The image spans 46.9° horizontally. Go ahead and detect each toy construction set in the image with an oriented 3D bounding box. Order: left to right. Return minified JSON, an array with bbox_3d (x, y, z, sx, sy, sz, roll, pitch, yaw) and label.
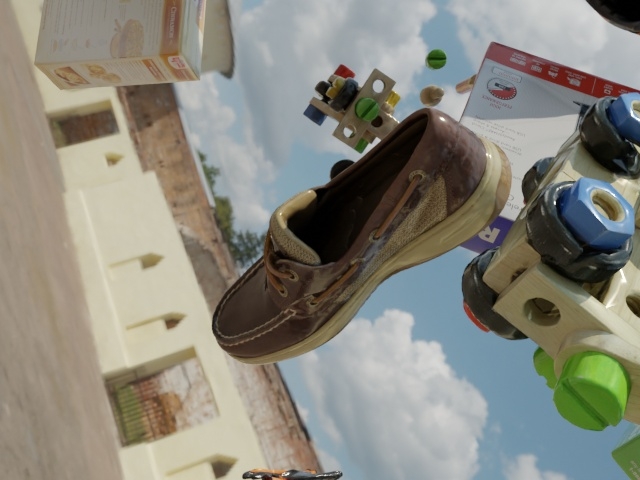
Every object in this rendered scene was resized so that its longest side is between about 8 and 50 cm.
[{"bbox_3d":[0.135,-0.209,1.224,0.257,0.309,0.237,59,-2,-7],"label":"toy construction set"},{"bbox_3d":[0.203,0.025,0.377,0.215,0.328,0.151,39,-59,4],"label":"toy construction set"}]

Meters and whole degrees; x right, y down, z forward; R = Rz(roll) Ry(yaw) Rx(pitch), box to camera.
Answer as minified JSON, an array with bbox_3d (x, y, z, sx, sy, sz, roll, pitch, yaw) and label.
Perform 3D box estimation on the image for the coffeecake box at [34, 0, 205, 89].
[{"bbox_3d":[-0.240,-0.267,0.902,0.068,0.186,0.142,58,32,-71],"label":"coffeecake box"}]

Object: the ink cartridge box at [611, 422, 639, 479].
[{"bbox_3d":[0.478,0.213,0.748,0.198,0.115,0.273,52,-55,17],"label":"ink cartridge box"}]

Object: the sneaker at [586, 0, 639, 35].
[{"bbox_3d":[0.429,-0.417,0.984,0.124,0.180,0.321,141,-51,-60],"label":"sneaker"}]

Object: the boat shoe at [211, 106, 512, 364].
[{"bbox_3d":[0.000,0.000,0.665,0.342,0.123,0.123,-33,-134,31],"label":"boat shoe"}]

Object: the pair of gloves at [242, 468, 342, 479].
[{"bbox_3d":[-0.026,0.209,0.658,0.083,0.074,0.010,-23,-117,59],"label":"pair of gloves"}]

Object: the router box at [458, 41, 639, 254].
[{"bbox_3d":[0.329,-0.083,0.932,0.082,0.336,0.301,101,12,-54],"label":"router box"}]
